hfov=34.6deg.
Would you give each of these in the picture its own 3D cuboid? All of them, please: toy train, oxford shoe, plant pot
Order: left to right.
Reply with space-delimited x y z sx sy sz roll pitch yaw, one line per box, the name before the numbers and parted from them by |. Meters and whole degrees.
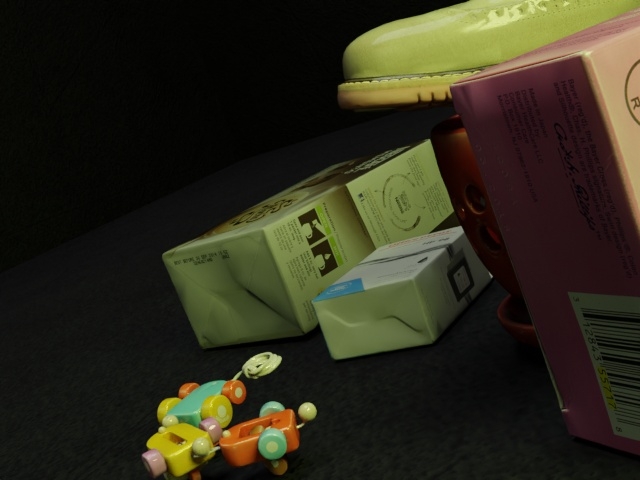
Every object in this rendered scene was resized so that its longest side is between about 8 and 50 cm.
toy train | -0.062 0.138 0.740 0.125 0.046 0.166 -20 13 -1
oxford shoe | 0.186 -0.191 0.705 0.397 0.146 0.140 -20 10 -9
plant pot | 0.193 -0.028 0.725 0.191 0.174 0.191 -20 10 4

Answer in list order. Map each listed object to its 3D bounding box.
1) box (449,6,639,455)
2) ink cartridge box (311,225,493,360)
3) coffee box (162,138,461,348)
box | 0.228 -0.030 0.555 0.243 0.213 0.117 -24 10 -23
ink cartridge box | 0.083 0.039 0.926 0.104 0.060 0.180 -15 11 32
coffee box | 0.000 0.000 1.133 0.168 0.118 0.297 -13 13 45
